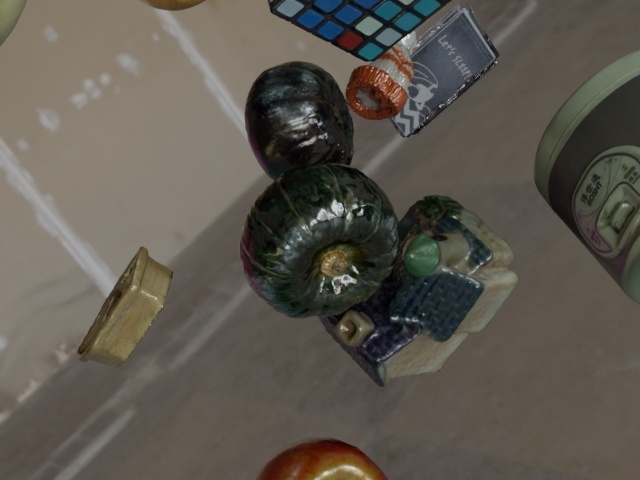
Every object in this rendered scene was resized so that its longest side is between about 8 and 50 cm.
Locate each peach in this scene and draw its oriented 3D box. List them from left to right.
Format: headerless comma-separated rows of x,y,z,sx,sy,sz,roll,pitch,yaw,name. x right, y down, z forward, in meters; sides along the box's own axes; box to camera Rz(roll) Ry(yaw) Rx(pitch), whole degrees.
-0.019,0.437,1.601,0.245,0.249,0.275,-23,-27,-31,peach

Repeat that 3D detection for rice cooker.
0.433,-0.084,1.362,0.288,0.288,0.277,-34,55,3,rice cooker

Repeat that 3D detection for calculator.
0.237,-0.349,2.238,0.274,0.166,0.028,-40,29,-3,calculator

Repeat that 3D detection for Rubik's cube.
0.049,-0.370,1.362,0.182,0.184,0.187,-34,51,37,Rubik's cube

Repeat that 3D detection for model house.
0.144,0.088,1.870,0.284,0.243,0.298,-10,-42,-53,model house

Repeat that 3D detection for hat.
0.113,-0.278,1.751,0.112,0.094,0.162,-3,45,49,hat

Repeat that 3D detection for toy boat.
-0.279,0.111,1.537,0.188,0.061,0.116,-53,18,25,toy boat

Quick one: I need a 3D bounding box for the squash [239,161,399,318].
0.000,0.000,1.653,0.252,0.252,0.165,-33,49,7,squash

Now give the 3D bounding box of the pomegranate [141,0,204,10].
-0.285,-0.567,2.066,0.264,0.264,0.264,-31,19,12,pomegranate

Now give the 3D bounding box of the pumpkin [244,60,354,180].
-0.034,-0.198,1.892,0.163,0.233,0.233,-17,24,18,pumpkin

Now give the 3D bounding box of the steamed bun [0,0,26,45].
-0.629,-0.418,1.639,0.456,0.289,0.371,-62,-7,21,steamed bun
